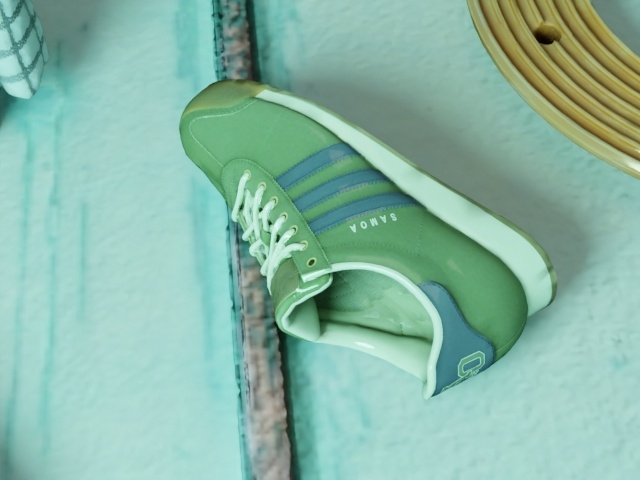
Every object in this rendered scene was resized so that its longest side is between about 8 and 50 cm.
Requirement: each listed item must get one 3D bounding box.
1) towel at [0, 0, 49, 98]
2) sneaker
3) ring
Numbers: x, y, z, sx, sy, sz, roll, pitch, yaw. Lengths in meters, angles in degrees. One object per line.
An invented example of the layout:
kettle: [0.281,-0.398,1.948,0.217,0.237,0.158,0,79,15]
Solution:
towel: [-0.282,-0.155,0.649,0.283,0.235,0.121,22,60,20]
sneaker: [0.000,0.000,0.619,0.192,0.064,0.086,30,54,19]
ring: [0.241,-0.134,0.735,0.336,0.032,0.337,-1,52,1]
